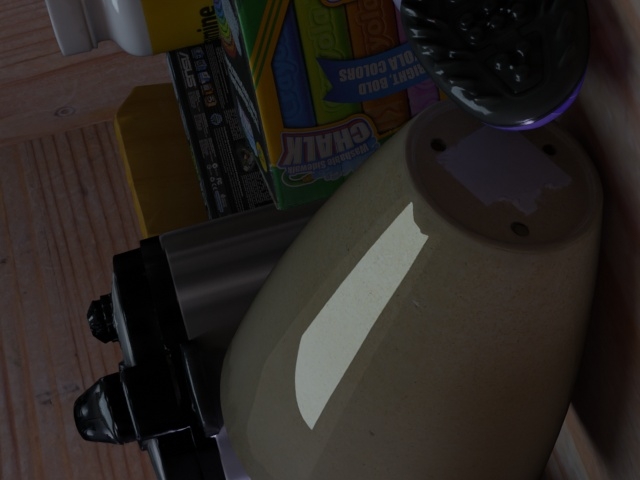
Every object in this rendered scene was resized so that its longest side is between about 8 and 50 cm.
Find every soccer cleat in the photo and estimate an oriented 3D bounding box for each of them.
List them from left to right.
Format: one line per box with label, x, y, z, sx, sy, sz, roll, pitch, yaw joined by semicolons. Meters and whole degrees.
soccer cleat;0.097;-0.162;0.821;0.116;0.108;0.318;53;-171;-44

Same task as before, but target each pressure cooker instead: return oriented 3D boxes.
pressure cooker;-0.070;0.147;1.447;0.375;0.420;0.370;-113;11;-47

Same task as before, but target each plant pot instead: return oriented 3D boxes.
plant pot;0.079;0.039;0.866;0.274;0.256;0.256;109;149;-49

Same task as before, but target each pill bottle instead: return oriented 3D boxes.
pill bottle;-0.158;-0.324;1.504;0.188;0.334;0.188;165;90;-84

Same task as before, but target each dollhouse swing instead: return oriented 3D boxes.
dollhouse swing;-0.105;-0.052;1.810;0.315;0.305;0.347;93;160;-69

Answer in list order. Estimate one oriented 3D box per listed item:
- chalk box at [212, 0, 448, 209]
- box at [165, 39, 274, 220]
chalk box;0.014;-0.153;1.135;0.180;0.179;0.289;-116;12;-55
box;-0.057;-0.135;1.601;0.060;0.216;0.270;165;89;-82
